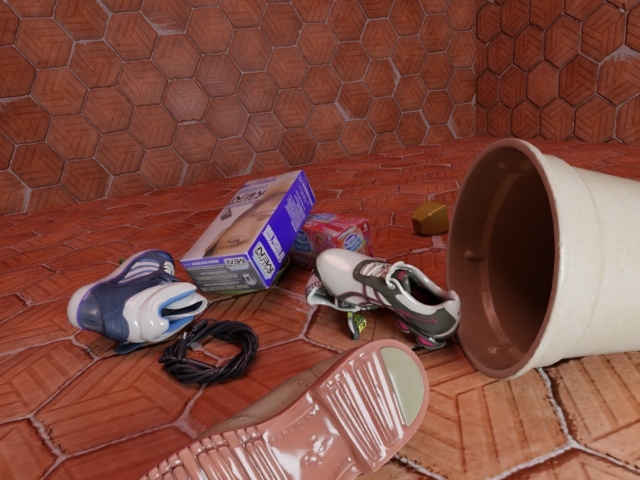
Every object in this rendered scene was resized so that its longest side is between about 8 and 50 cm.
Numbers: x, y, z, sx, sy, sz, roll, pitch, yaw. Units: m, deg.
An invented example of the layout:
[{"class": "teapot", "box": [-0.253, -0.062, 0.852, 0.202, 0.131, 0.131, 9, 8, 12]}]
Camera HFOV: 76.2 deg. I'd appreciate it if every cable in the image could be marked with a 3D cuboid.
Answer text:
[{"class": "cable", "box": [-0.193, 0.189, 0.709, 0.150, 0.047, 0.184, -24, 25, -39]}]

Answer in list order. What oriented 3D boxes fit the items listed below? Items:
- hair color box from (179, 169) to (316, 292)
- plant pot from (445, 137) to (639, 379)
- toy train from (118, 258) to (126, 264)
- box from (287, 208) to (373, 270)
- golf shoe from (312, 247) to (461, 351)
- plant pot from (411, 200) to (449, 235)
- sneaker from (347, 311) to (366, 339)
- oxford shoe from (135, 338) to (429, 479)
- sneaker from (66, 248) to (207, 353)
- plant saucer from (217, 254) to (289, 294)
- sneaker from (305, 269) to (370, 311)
[{"class": "hair color box", "box": [-0.156, -0.031, 0.976, 0.185, 0.110, 0.339, -7, 36, 26]}, {"class": "plant pot", "box": [0.389, 0.033, 0.593, 0.305, 0.334, 0.334, 3, 19, -2]}, {"class": "toy train", "box": [-0.601, 0.071, 1.254, 0.023, 0.017, 0.083, -8, 16, -37]}, {"class": "box", "box": [0.000, 0.000, 1.067, 0.128, 0.123, 0.256, -22, 23, -35]}, {"class": "golf shoe", "box": [0.109, 0.067, 0.686, 0.272, 0.120, 0.105, 26, 55, 21]}, {"class": "plant pot", "box": [0.316, -0.059, 1.196, 0.083, 0.082, 0.081, -25, 23, -17]}, {"class": "sneaker", "box": [0.067, 0.152, 0.742, 0.035, 0.031, 0.083, -6, 19, 2]}, {"class": "oxford shoe", "box": [-0.062, 0.244, 0.436, 0.396, 0.141, 0.146, -22, -8, -26]}, {"class": "sneaker", "box": [-0.335, 0.117, 0.883, 0.236, 0.130, 0.323, 7, 17, 11]}, {"class": "plant saucer", "box": [-0.195, 0.080, 1.040, 0.240, 0.037, 0.241, -7, 20, 3]}, {"class": "sneaker", "box": [0.088, 0.101, 0.783, 0.234, 0.090, 0.095, 1, 21, 9]}]
